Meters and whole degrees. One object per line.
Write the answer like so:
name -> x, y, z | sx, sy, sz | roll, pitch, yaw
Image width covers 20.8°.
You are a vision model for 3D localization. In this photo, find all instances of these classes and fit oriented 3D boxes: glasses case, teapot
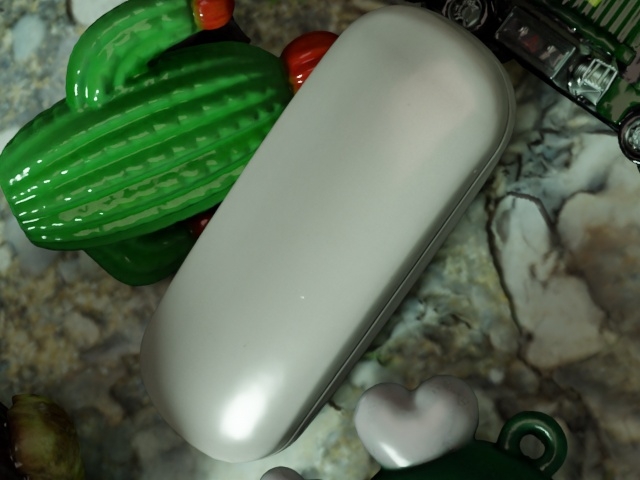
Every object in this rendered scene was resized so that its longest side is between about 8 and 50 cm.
glasses case -> 0.000, 0.000, 1.011 | 0.113, 0.075, 0.297 | 41, 108, 18
teapot -> -0.089, -0.130, 1.106 | 0.100, 0.045, 0.068 | 4, 56, 36

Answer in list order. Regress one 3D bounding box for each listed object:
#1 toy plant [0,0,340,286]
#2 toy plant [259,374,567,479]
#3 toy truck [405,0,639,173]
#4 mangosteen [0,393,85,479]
toy plant -> -0.085, -0.077, 1.050 | 0.155, 0.088, 0.240 | 40, 104, -24
toy plant -> 0.066, 0.199, 0.956 | 0.243, 0.112, 0.232 | -40, 83, 12
toy truck -> 0.148, -0.139, 1.009 | 0.259, 0.088, 0.121 | 39, 97, 21
mangosteen -> -0.203, 0.170, 1.028 | 0.217, 0.192, 0.192 | -6, 75, -23
